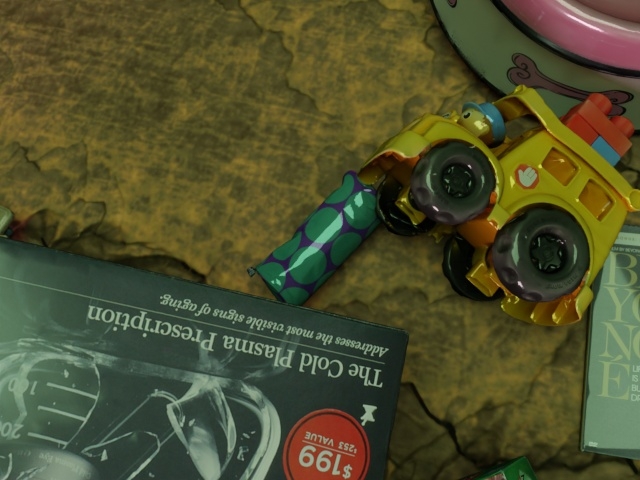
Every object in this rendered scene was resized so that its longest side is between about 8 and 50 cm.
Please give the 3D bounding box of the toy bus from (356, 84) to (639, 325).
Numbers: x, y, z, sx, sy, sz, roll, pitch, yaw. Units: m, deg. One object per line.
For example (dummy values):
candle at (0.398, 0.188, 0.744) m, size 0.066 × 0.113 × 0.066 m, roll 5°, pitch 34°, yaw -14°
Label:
toy bus at (0.176, -0.062, 0.611) m, size 0.220 × 0.149 × 0.211 m, roll 40°, pitch 81°, yaw -5°

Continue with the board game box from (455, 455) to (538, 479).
board game box at (0.143, 0.358, 0.532) m, size 0.213 × 0.046 × 0.317 m, roll -37°, pitch 70°, yaw 36°

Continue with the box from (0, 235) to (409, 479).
box at (-0.139, 0.190, 0.536) m, size 0.343 × 0.179 × 0.312 m, roll 14°, pitch 79°, yaw -14°

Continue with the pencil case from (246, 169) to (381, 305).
pencil case at (0.000, 0.000, 0.691) m, size 0.151 × 0.064 × 0.070 m, roll -45°, pitch 38°, yaw -3°

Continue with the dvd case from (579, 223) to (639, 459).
dvd case at (0.336, 0.097, 0.628) m, size 0.165 × 0.018 × 0.221 m, roll 6°, pitch 78°, yaw 12°

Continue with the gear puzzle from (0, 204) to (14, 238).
gear puzzle at (-0.476, 0.090, 0.750) m, size 0.175 × 0.044 × 0.339 m, roll 22°, pitch 73°, yaw 23°

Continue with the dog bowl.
dog bowl at (0.306, -0.317, 0.637) m, size 0.408 × 0.150 × 0.407 m, roll -1°, pitch 83°, yaw 5°
